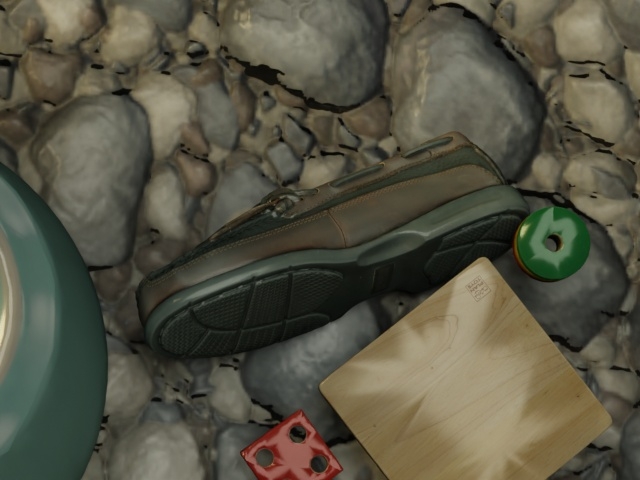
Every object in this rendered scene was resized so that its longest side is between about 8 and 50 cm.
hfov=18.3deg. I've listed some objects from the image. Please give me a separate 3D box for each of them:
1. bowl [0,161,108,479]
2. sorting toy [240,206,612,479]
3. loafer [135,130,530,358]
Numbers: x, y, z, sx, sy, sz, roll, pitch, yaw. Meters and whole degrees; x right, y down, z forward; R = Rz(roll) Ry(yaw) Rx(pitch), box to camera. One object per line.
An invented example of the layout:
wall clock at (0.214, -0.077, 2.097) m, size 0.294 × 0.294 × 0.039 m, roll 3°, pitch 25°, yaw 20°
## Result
bowl at (-0.262, 0.052, 1.115) m, size 0.311 × 0.163 × 0.312 m, roll 4°, pitch 74°, yaw -14°
sorting toy at (0.081, 0.108, 1.238) m, size 0.274 × 0.046 × 0.132 m, roll -38°, pitch 88°, yaw -8°
loafer at (0.000, 0.000, 1.244) m, size 0.267 × 0.096 × 0.084 m, roll -16°, pitch 60°, yaw -24°
